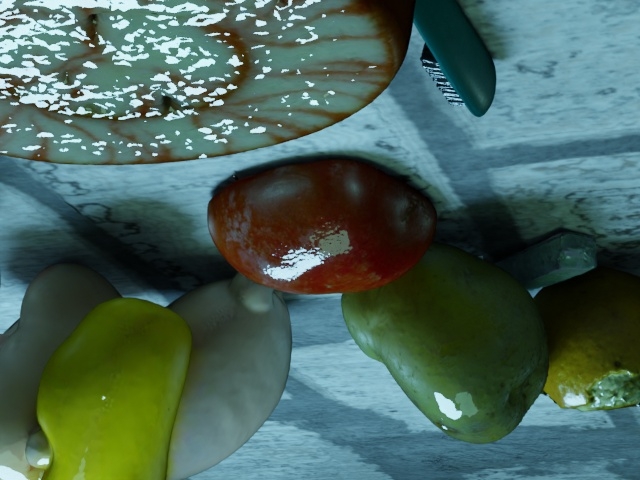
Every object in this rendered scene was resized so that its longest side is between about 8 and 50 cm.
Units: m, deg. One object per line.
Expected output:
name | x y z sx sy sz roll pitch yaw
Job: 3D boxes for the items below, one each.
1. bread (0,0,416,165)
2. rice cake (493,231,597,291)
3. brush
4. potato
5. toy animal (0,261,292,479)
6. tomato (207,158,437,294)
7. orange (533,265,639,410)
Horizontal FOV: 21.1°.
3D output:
bread | -0.109 -0.143 0.965 0.328 0.114 0.295 -8 157 20
rice cake | 0.161 0.036 1.550 0.043 0.034 0.211 6 160 -38
brush | 0.074 -0.132 1.099 0.032 0.043 0.193 10 164 27
potato | 0.104 0.078 1.482 0.194 0.157 0.157 30 173 27
toy animal | -0.201 0.113 1.564 0.247 0.345 0.277 28 150 29
tomato | -0.002 0.003 1.402 0.174 0.082 0.166 -13 156 29
orange | 0.246 0.081 1.540 0.170 0.160 0.112 -21 107 36
